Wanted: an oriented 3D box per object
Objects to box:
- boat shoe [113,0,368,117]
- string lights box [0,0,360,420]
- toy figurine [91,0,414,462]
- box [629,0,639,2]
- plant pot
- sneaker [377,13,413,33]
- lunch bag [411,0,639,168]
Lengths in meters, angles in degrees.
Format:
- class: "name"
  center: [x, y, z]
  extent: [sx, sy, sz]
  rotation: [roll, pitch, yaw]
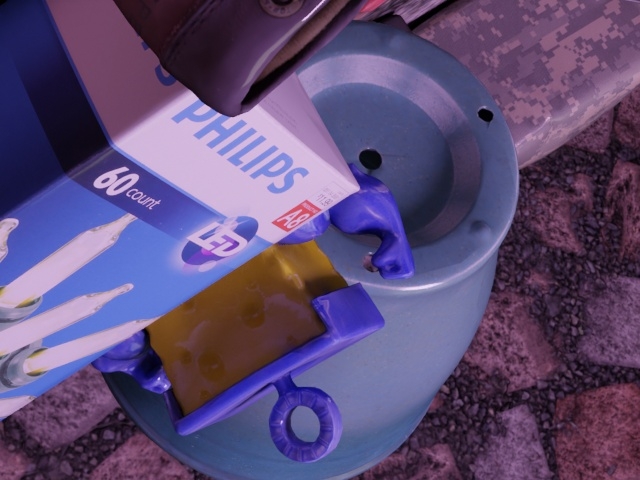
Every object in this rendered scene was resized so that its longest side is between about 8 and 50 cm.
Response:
- class: "boat shoe"
  center: [0.062, -0.133, 0.392]
  extent: [0.285, 0.092, 0.103]
  rotation: [-32, 179, -11]
- class: "string lights box"
  center: [-0.130, 0.002, 0.521]
  extent: [0.259, 0.077, 0.133]
  rotation: [-33, 156, 12]
- class: "toy figurine"
  center: [-0.083, 0.035, 0.685]
  extent: [0.362, 0.217, 0.191]
  rotation: [-33, 179, 20]
- class: "box"
  center: [0.324, -0.214, 0.859]
  extent: [0.307, 0.077, 0.242]
  rotation: [-24, -149, -34]
- class: "plant pot"
  center: [0.000, 0.000, 0.902]
  extent: [0.271, 0.272, 0.255]
  rotation: [-32, 169, -28]
- class: "sneaker"
  center: [0.017, -0.065, 1.149]
  extent: [0.090, 0.145, 0.270]
  rotation: [-33, 180, -39]
- class: "lunch bag"
  center: [0.175, -0.151, 1.326]
  extent: [0.235, 0.169, 0.287]
  rotation: [-32, 175, -7]
